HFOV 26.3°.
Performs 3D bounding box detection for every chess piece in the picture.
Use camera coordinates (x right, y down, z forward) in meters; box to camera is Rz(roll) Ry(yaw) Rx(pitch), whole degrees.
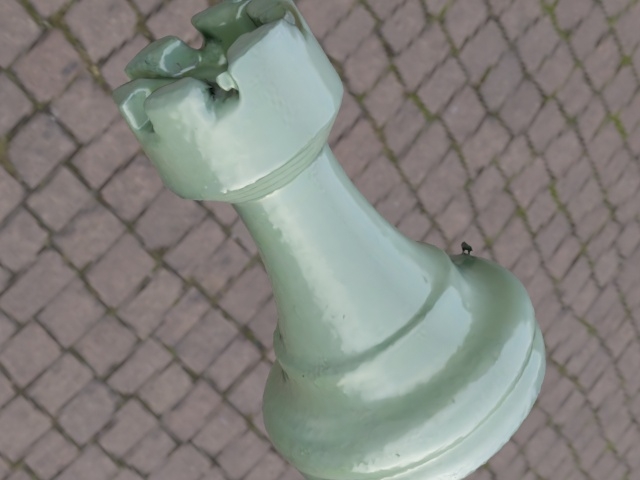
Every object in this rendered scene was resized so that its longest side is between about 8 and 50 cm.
[{"bbox_3d":[0.000,0.000,0.847,0.194,0.194,0.299,-40,118,-15],"label":"chess piece"}]
